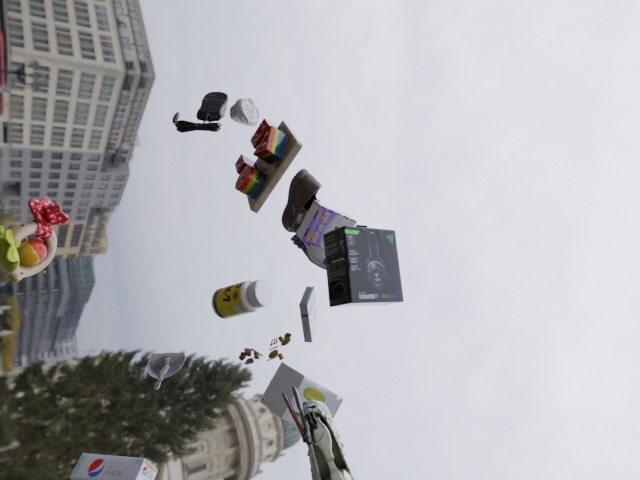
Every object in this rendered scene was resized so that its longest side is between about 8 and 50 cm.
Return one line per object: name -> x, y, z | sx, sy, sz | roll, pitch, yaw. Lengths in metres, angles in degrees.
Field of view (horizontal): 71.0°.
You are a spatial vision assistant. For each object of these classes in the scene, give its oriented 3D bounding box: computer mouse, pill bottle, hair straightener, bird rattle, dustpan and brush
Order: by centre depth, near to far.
bird rattle -> -0.829, 0.000, 1.269 | 0.143, 0.254, 0.207 | 17, -53, 7
hair straightener -> -0.048, 0.546, 1.416 | 0.047, 0.089, 0.230 | 63, -7, -34
computer mouse -> -0.437, -0.461, 1.647 | 0.060, 0.183, 0.262 | 91, -2, -46
pill bottle -> -0.289, 0.214, 1.661 | 0.208, 0.119, 0.119 | -18, -103, 28
dustpan and brush -> -0.661, 0.550, 1.871 | 0.211, 0.147, 0.060 | -54, -138, 36

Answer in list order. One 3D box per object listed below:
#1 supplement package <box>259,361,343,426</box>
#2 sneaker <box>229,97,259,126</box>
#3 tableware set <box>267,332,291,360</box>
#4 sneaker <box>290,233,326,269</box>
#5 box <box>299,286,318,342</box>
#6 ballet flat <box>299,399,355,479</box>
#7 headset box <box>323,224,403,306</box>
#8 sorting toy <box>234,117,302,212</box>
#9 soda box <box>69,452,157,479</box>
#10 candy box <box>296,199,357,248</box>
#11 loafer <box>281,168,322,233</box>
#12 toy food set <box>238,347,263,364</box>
supplement package -> -0.082, 0.702, 1.976 | 0.198, 0.262, 0.199 | 8, -117, 55
sneaker -> -0.277, -0.445, 1.572 | 0.235, 0.094, 0.090 | -82, -179, -87
tableware set -> -0.164, 0.441, 1.853 | 0.024, 0.104, 0.154 | 59, 13, -19
sneaker -> -0.001, -0.001, 2.117 | 0.315, 0.127, 0.182 | 40, -71, 35
box -> -0.047, 0.310, 1.890 | 0.038, 0.145, 0.186 | 0, -65, 12
ballet flat -> 0.025, 0.746, 1.508 | 0.147, 0.146, 0.409 | -39, -112, 48
headset box -> 0.152, 0.087, 1.593 | 0.131, 0.246, 0.283 | -22, -112, 52
sorting toy -> -0.187, -0.258, 1.434 | 0.257, 0.089, 0.255 | -53, -151, 15
soda box -> -0.557, 0.629, 1.211 | 0.215, 0.069, 0.074 | -4, -49, 18
candy box -> 0.026, -0.052, 1.841 | 0.165, 0.196, 0.070 | -61, -147, 12
loafer -> -0.076, -0.139, 1.928 | 0.130, 0.134, 0.366 | 34, -33, 14
toy food set -> -0.282, 0.455, 1.784 | 0.122, 0.078, 0.019 | -32, -152, 37
